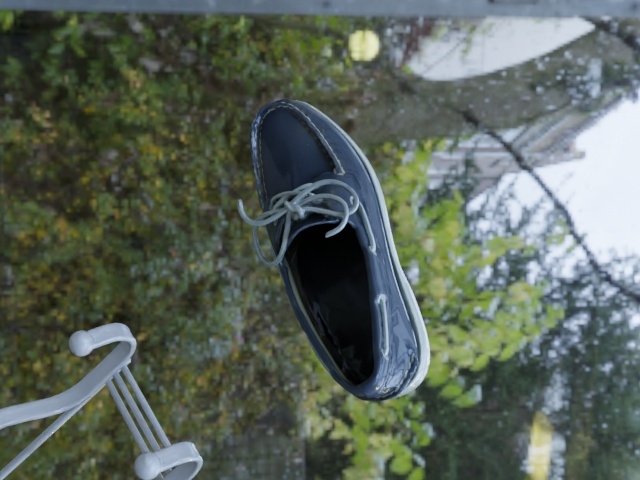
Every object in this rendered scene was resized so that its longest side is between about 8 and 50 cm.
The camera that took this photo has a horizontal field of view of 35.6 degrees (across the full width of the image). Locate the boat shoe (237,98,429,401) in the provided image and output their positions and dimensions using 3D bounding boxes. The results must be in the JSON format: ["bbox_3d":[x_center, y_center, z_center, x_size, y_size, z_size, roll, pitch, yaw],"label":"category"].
[{"bbox_3d":[0.000,0.000,0.743,0.079,0.095,0.255,17,52,-62],"label":"boat shoe"}]

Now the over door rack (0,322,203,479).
[{"bbox_3d":[-0.201,0.252,0.718,0.324,0.108,0.239,-48,-120,22],"label":"over door rack"}]
